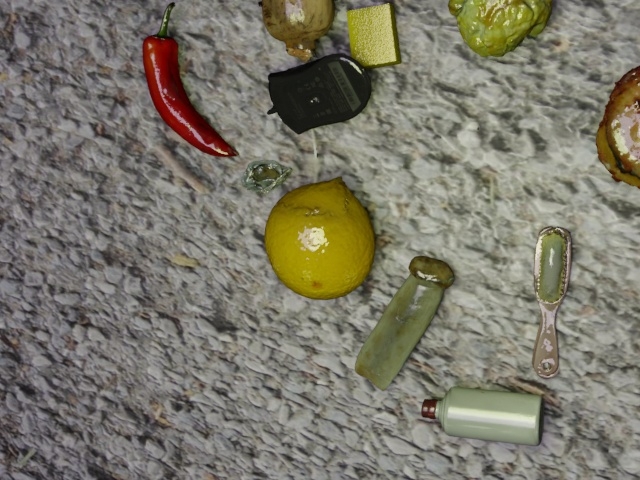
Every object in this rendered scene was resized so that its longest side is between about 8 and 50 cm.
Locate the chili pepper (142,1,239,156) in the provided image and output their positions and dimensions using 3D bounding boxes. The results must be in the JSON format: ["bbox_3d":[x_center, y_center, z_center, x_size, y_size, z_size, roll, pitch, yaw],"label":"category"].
[{"bbox_3d":[-0.315,-0.338,1.990,0.137,0.092,0.369,-23,95,3],"label":"chili pepper"}]

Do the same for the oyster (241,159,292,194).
[{"bbox_3d":[-0.123,-0.143,1.963,0.100,0.037,0.098,38,90,34],"label":"oyster"}]

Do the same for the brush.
[{"bbox_3d":[0.452,0.129,1.754,0.072,0.067,0.313,6,101,20],"label":"brush"}]

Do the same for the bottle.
[{"bbox_3d":[0.328,0.356,1.806,0.245,0.104,0.104,3,98,21],"label":"bottle"}]

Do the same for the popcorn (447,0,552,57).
[{"bbox_3d":[0.330,-0.445,1.676,0.212,0.198,0.198,46,114,46],"label":"popcorn"}]

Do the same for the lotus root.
[{"bbox_3d":[-0.049,-0.503,1.828,0.154,0.140,0.257,-4,89,15],"label":"lotus root"}]

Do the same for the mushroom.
[{"bbox_3d":[0.176,0.170,1.858,0.100,0.081,0.312,34,111,17],"label":"mushroom"}]

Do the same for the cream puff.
[{"bbox_3d":[0.618,-0.200,1.596,0.240,0.164,0.240,0,94,6],"label":"cream puff"}]

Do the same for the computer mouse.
[{"bbox_3d":[-0.001,-0.315,1.858,0.264,0.088,0.147,-13,116,29],"label":"computer mouse"}]

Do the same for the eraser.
[{"bbox_3d":[0.110,-0.421,1.826,0.097,0.045,0.122,-6,93,22],"label":"eraser"}]

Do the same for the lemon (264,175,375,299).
[{"bbox_3d":[0.003,0.008,1.823,0.228,0.228,0.254,-14,100,22],"label":"lemon"}]
